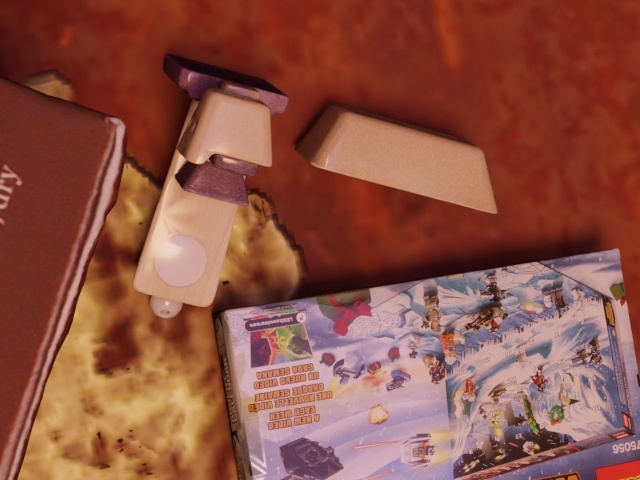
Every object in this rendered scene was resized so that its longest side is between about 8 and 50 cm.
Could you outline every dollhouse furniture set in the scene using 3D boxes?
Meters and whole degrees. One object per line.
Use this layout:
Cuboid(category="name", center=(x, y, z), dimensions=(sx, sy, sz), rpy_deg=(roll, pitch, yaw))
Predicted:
Cuboid(category="dollhouse furniture set", center=(0.000, 0.000, 0.556), dimensions=(0.114, 0.091, 0.081), rpy_deg=(14, 99, -16))

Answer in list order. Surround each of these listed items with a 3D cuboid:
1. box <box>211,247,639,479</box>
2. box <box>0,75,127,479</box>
Cuboid(category="box", center=(0.039, 0.058, 0.582), dimensions=(0.137, 0.027, 0.094), rpy_deg=(-8, 88, -14))
Cuboid(category="box", center=(-0.180, 0.033, 0.442), dimensions=(0.203, 0.168, 0.167), rpy_deg=(20, 69, -12))
